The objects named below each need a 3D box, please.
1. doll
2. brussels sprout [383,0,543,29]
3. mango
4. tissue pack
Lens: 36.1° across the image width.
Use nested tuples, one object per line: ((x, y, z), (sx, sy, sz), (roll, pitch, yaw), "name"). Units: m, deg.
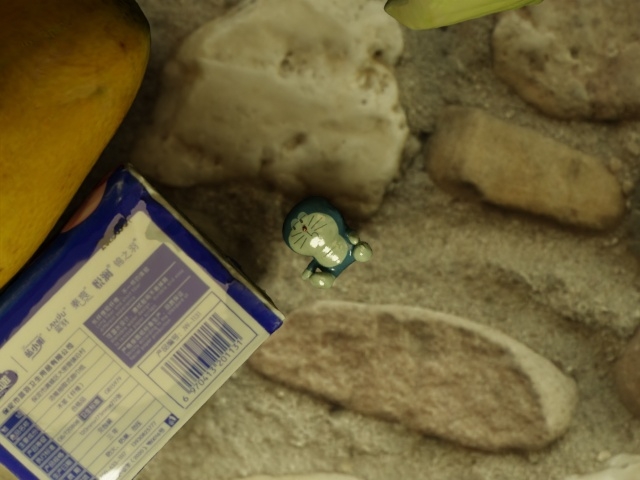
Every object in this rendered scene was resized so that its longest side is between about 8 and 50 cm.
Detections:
((0.000, 0.000, 0.949), (0.076, 0.050, 0.083), (-40, 97, 17), "doll")
((0.171, -0.408, 0.783), (0.360, 0.342, 0.426), (-15, 106, 4), "brussels sprout")
((-0.309, -0.090, 0.824), (0.378, 0.264, 0.221), (-42, 137, -4), "mango")
((-0.196, 0.092, 0.903), (0.209, 0.137, 0.270), (43, 87, -5), "tissue pack")
